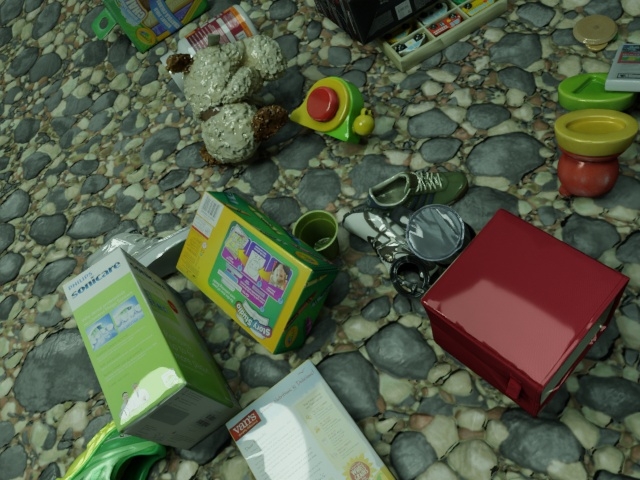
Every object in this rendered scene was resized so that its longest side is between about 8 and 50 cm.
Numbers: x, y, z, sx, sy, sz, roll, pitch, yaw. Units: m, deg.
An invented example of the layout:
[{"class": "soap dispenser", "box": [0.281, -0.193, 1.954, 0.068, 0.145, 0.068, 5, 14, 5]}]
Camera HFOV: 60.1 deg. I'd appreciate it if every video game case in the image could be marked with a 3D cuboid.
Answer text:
[{"class": "video game case", "box": [0.616, -0.299, 0.957, 0.202, 0.023, 0.183, 12, 42, 29]}]

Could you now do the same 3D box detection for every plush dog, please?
[{"class": "plush dog", "box": [-0.191, -0.270, 1.129, 0.263, 0.211, 0.225, -23, 87, 38]}]

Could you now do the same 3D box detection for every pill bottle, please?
[{"class": "pill bottle", "box": [-0.254, -0.441, 1.293, 0.221, 0.121, 0.121, -33, 58, -3]}]

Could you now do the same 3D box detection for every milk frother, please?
[{"class": "milk frother", "box": [0.162, 0.022, 0.849, 0.129, 0.135, 0.143, 11, 87, 26]}]

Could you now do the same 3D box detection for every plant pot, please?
[{"class": "plant pot", "box": [0.000, 0.000, 1.001, 0.084, 0.079, 0.083, -7, 61, 13]}]

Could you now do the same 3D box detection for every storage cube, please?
[{"class": "storage cube", "box": [0.287, 0.105, 0.798, 0.193, 0.183, 0.215, 36, 78, 31]}]

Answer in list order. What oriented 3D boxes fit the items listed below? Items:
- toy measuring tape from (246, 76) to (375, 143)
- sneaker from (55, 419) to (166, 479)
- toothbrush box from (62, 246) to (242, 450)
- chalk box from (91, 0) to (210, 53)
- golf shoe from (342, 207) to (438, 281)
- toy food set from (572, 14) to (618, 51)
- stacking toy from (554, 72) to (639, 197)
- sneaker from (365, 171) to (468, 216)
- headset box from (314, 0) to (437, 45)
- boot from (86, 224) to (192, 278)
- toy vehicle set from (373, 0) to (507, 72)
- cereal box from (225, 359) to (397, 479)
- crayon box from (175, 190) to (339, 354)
[{"class": "toy measuring tape", "box": [-0.018, -0.293, 1.146, 0.330, 0.121, 0.121, 28, 73, 33]}, {"class": "sneaker", "box": [-0.360, 0.419, 0.868, 0.124, 0.109, 0.295, 25, 72, 31]}, {"class": "toothbrush box", "box": [-0.276, 0.181, 0.914, 0.122, 0.206, 0.283, -37, 58, -4]}, {"class": "chalk box", "box": [-0.472, -0.630, 1.427, 0.289, 0.179, 0.180, -35, 58, -4]}, {"class": "golf shoe", "box": [0.116, 0.007, 0.964, 0.198, 0.077, 0.093, 18, 70, 26]}, {"class": "toy food set", "box": [0.545, -0.414, 1.094, 0.083, 0.020, 0.083, -38, 58, -6]}, {"class": "stacking toy", "box": [0.549, -0.182, 0.948, 0.309, 0.130, 0.279, -1, 36, 13]}, {"class": "sneaker", "box": [0.172, -0.090, 0.993, 0.192, 0.086, 0.064, -18, 59, 6]}, {"class": "headset box", "box": [0.108, -0.580, 1.234, 0.218, 0.110, 0.293, -31, 44, 0]}, {"class": "boot", "box": [-0.345, 0.015, 1.087, 0.258, 0.095, 0.123, -32, 65, 0]}, {"class": "toy vehicle set", "box": [0.249, -0.494, 1.218, 0.267, 0.035, 0.166, -31, 58, -1]}, {"class": "cereal box", "box": [-0.016, 0.328, 0.848, 0.173, 0.047, 0.240, -37, 58, -5]}, {"class": "crayon box", "box": [-0.119, 0.048, 0.968, 0.278, 0.081, 0.165, 35, 111, 29]}]
